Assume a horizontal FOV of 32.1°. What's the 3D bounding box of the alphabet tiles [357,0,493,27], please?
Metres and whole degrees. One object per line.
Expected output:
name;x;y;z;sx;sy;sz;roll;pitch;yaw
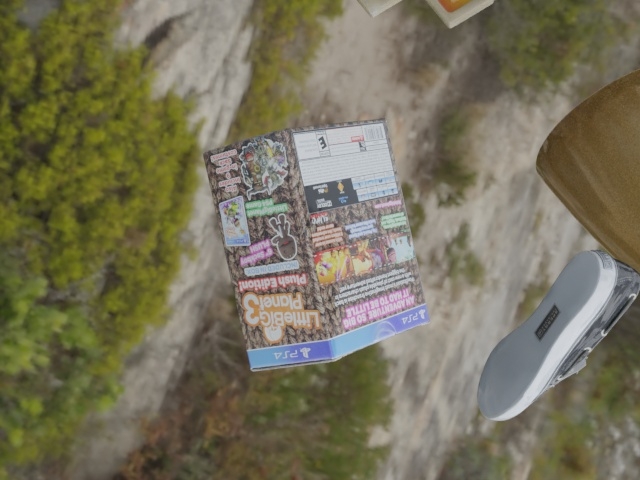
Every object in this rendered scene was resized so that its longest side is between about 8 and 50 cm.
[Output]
alphabet tiles;0.148;-0.383;1.191;0.342;0.285;0.011;-32;159;-8

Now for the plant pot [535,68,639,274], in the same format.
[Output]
plant pot;0.423;-0.044;1.340;0.237;0.254;0.237;-19;152;-11

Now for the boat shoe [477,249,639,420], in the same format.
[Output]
boat shoe;0.248;0.105;1.147;0.228;0.076;0.080;-61;-151;27

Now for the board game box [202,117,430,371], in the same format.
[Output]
board game box;0.000;0.000;1.466;0.232;0.141;0.291;-13;91;-52
